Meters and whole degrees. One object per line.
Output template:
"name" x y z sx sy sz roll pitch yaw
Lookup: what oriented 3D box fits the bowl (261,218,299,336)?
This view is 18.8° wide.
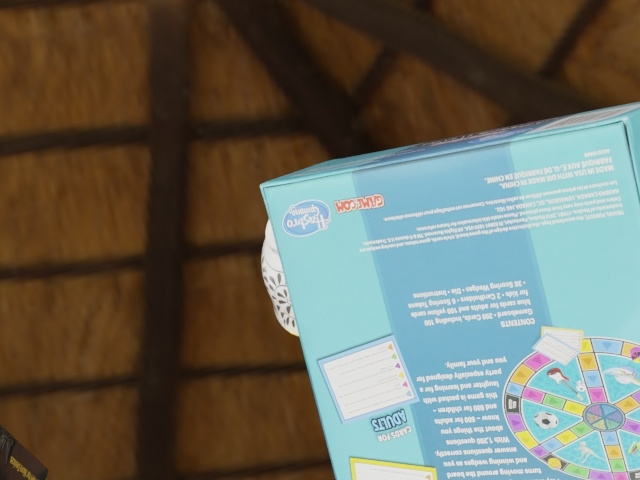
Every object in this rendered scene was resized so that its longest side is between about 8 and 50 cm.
"bowl" 0.000 0.000 1.823 0.170 0.170 0.080 -28 -51 25

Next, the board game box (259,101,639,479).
"board game box" 0.121 0.105 1.094 0.254 0.336 0.079 -8 9 41

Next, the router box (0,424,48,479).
"router box" -0.328 0.256 1.567 0.081 0.243 0.309 14 -16 11
